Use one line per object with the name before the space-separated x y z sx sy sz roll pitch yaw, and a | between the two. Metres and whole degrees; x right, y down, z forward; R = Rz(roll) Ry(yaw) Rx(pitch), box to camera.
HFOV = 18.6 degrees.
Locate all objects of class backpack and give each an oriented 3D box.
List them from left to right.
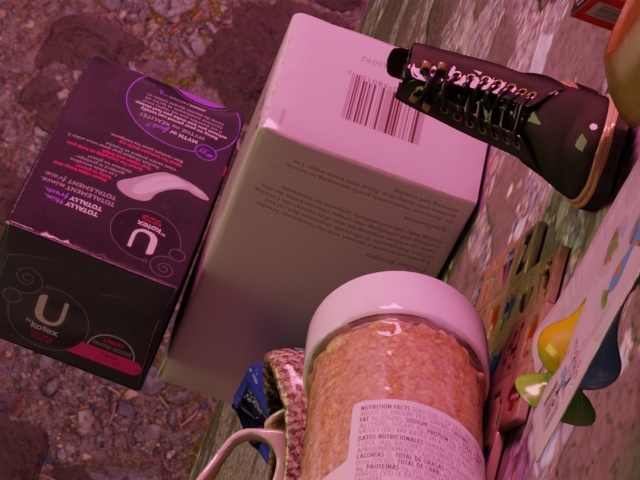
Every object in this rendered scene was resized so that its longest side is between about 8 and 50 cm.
backpack | -0.008 0.156 1.676 0.120 0.098 0.101 63 149 27

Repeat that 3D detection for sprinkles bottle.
sprinkles bottle | 0.041 0.167 1.151 0.355 0.121 0.121 -84 14 -54

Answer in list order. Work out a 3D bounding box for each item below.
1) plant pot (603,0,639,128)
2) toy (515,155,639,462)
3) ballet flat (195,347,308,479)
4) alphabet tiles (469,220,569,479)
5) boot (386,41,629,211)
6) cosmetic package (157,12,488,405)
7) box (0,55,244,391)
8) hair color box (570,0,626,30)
plant pot | 0.200 -0.166 0.973 0.236 0.032 0.236 -61 0 0
toy | 0.168 -0.014 0.890 0.237 0.056 0.137 -60 5 22
ballet flat | -0.063 0.306 1.429 0.164 0.182 0.483 141 146 -77
alphabet tiles | 0.115 0.087 1.317 0.237 0.009 0.198 128 160 -71
boot | 0.112 -0.078 1.224 0.198 0.137 0.077 -126 54 -82
cosmetic package | 0.000 0.000 1.732 0.365 0.197 0.155 117 170 -48
box | -0.190 -0.019 1.796 0.270 0.165 0.143 -72 5 -51
hair color box | 0.204 -0.208 1.234 0.072 0.043 0.141 140 149 -80
